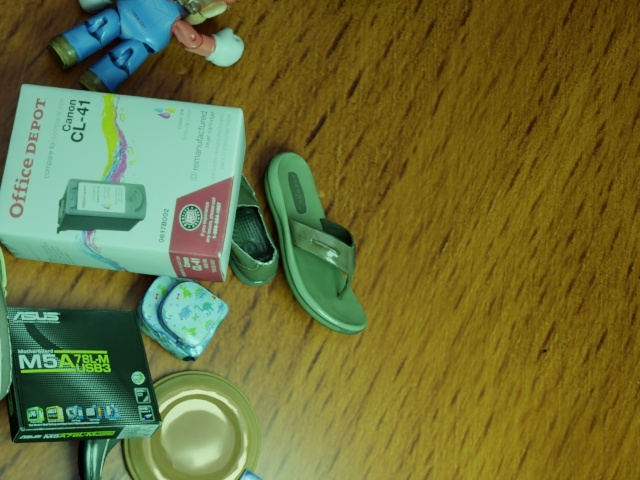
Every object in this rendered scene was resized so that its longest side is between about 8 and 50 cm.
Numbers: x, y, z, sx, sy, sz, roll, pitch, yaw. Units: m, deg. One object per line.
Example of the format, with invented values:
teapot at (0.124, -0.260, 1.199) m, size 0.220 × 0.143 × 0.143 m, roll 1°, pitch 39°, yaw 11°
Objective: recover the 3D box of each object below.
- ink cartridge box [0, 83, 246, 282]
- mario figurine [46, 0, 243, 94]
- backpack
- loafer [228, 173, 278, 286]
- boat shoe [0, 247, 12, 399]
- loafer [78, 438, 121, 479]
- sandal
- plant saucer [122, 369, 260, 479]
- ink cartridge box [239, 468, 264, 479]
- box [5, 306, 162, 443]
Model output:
ink cartridge box at (-0.267, -0.078, 1.320) m, size 0.306 × 0.131 × 0.226 m, roll 6°, pitch 73°, yaw -2°
mario figurine at (-0.247, -0.330, 1.465) m, size 0.320 × 0.170 × 0.198 m, roll -39°, pitch 128°, yaw -14°
backpack at (-0.199, 0.102, 1.368) m, size 0.114 × 0.084 × 0.105 m, roll 35°, pitch 64°, yaw -5°
loafer at (-0.128, -0.054, 1.432) m, size 0.094 × 0.087 × 0.251 m, roll -31°, pitch 88°, yaw -24°
boat shoe at (-0.443, 0.051, 1.199) m, size 0.117 × 0.097 × 0.324 m, roll -19°, pitch 87°, yaw 20°
loafer at (-0.294, 0.263, 1.305) m, size 0.061 × 0.062 × 0.170 m, roll 8°, pitch 75°, yaw -22°
sandal at (-0.001, -0.001, 1.445) m, size 0.120 × 0.086 × 0.302 m, roll -9°, pitch 76°, yaw -54°
plant saucer at (-0.177, 0.282, 1.355) m, size 0.200 × 0.037 × 0.199 m, roll 5°, pitch 75°, yaw -20°
ink cartridge box at (-0.125, 0.492, 1.289) m, size 0.165 × 0.065 × 0.332 m, roll 36°, pitch 72°, yaw -8°
box at (-0.320, 0.174, 1.268) m, size 0.191 × 0.045 × 0.184 m, roll 5°, pitch 51°, yaw -33°
